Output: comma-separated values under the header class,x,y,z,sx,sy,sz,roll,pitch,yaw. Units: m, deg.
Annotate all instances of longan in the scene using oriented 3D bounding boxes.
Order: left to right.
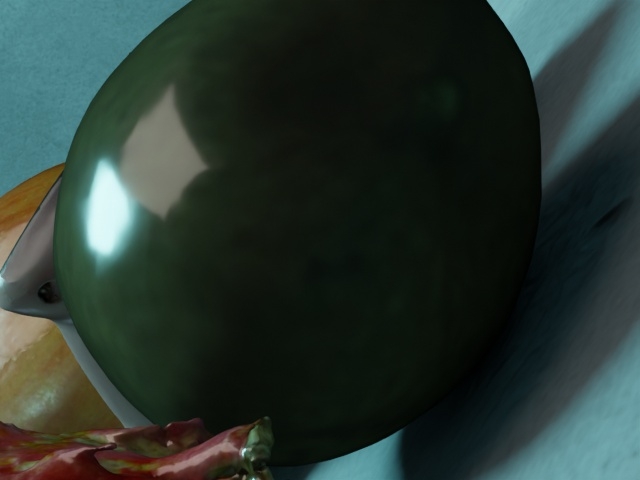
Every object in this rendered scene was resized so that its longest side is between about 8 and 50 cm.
class,x,y,z,sx,sy,sz,roll,pitch,yaw
longan,-0.008,-0.020,0.804,0.246,0.215,0.246,-29,50,42

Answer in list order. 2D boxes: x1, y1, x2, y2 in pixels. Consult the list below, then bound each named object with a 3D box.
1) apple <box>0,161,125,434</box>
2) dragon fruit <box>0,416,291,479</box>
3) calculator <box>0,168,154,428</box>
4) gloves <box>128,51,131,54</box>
class,x,y,z,sx,sy,sz,roll,pitch,yaw
apple,-0.140,0.070,1.099,0.241,0.242,0.242,-48,10,20
dragon fruit,-0.095,0.159,0.650,0.268,0.205,0.210,-44,-15,16
calculator,-0.028,-0.023,0.993,0.048,0.220,0.329,7,47,43
gloves,-0.131,0.014,1.411,0.203,0.155,0.356,-149,78,-84
